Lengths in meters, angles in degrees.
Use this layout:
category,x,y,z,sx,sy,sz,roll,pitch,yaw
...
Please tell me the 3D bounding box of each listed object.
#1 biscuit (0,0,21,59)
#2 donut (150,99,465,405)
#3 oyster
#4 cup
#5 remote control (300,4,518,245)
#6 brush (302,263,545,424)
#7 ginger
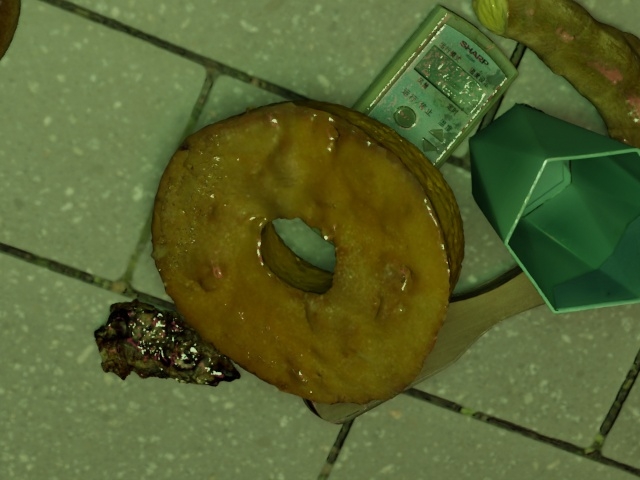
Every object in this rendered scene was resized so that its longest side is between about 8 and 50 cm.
category,x,y,z,sx,sy,sz,roll,pitch,yaw
biscuit,-0.361,-0.206,1.347,0.225,0.042,0.226,-3,108,-11
donut,-0.002,-0.002,1.387,0.277,0.108,0.278,12,119,22
oyster,-0.139,0.096,1.487,0.132,0.029,0.086,-3,107,-8
cup,0.201,-0.045,1.398,0.134,0.236,0.148,25,104,-17
remote control,0.071,-0.095,1.463,0.098,0.038,0.233,38,96,-19
brush,0.123,0.072,1.520,0.327,0.065,0.070,-26,103,-12
ginger,0.258,-0.140,1.464,0.299,0.065,0.118,37,67,-19
